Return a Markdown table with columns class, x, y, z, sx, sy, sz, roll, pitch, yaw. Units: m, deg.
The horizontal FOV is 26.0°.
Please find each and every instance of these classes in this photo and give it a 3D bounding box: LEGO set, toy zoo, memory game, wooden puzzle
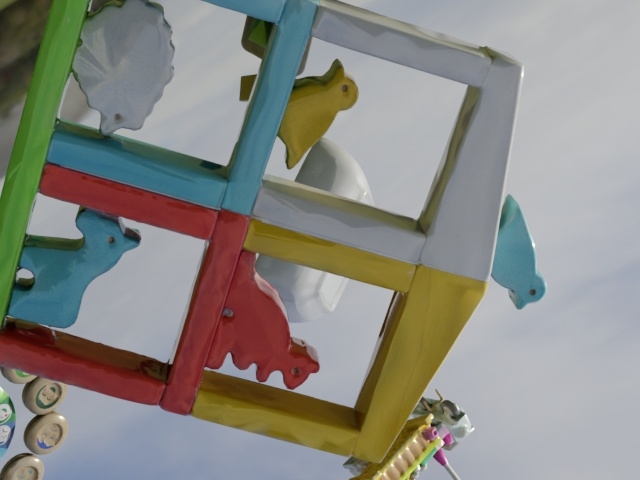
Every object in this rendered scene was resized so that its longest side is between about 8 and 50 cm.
| class | x | y | z | sx | sy | sz | roll | pitch | yaw |
| --- | --- | --- | --- | --- | --- | --- | --- | --- | --- |
| LEGO set | 0.041 | 0.262 | 1.247 | 0.287 | 0.107 | 0.132 | -39 | -173 | -14 |
| toy zoo | -0.040 | -0.016 | 0.592 | 0.030 | 0.293 | 0.192 | -105 | -147 | -72 |
| memory game | -0.268 | 0.148 | 1.026 | 0.186 | 0.186 | 0.012 | -38 | -135 | -21 |
| wooden puzzle | -0.024 | -0.134 | 0.804 | 0.014 | 0.116 | 0.078 | 6 | -170 | -31 |

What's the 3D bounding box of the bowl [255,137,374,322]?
| class | x | y | z | sx | sy | sz | roll | pitch | yaw |
| --- | --- | --- | --- | --- | --- | --- | --- | --- | --- |
| bowl | 0.000 | 0.000 | 1.101 | 0.142 | 0.053 | 0.142 | -65 | 167 | -11 |
